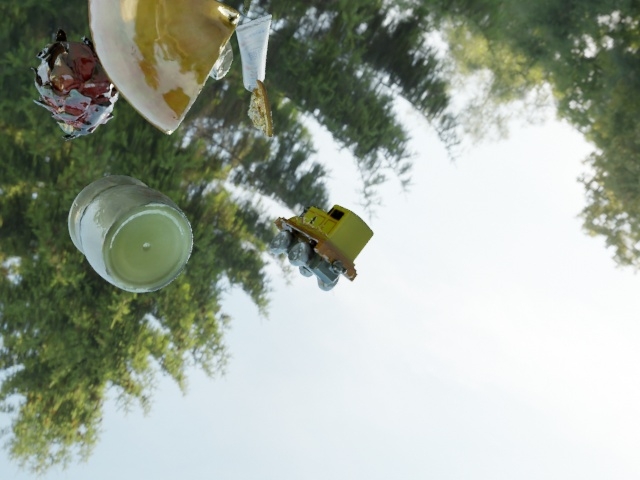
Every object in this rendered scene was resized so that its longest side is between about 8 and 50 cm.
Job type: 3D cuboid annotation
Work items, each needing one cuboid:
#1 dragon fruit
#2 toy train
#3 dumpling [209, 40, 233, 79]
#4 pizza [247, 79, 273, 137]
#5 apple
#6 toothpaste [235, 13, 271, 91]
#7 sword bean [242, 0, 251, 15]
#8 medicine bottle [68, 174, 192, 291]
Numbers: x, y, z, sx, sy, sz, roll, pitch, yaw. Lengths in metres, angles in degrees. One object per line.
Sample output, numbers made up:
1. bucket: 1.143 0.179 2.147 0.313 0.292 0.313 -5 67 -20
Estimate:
1. dragon fruit: -0.510 -0.324 1.339 0.182 0.189 0.182 -12 -136 12
2. toy train: 0.000 0.000 1.031 0.089 0.127 0.219 42 173 -29
3. dumpling: -0.270 -0.479 1.533 0.108 0.188 0.127 12 -121 38
4. pizza: -0.132 -0.263 1.327 0.026 0.108 0.123 -9 -92 -27
5. apple: -0.244 -0.334 1.029 0.252 0.314 0.309 -12 -157 4
6. toothpaste: -0.183 -0.511 1.755 0.100 0.323 0.066 -23 -101 -11
7. sword bean: -0.081 -0.306 0.775 0.012 0.012 0.083 21 -113 -14
8. medicine bottle: -0.280 -0.012 0.941 0.147 0.147 0.143 -3 -159 -40
